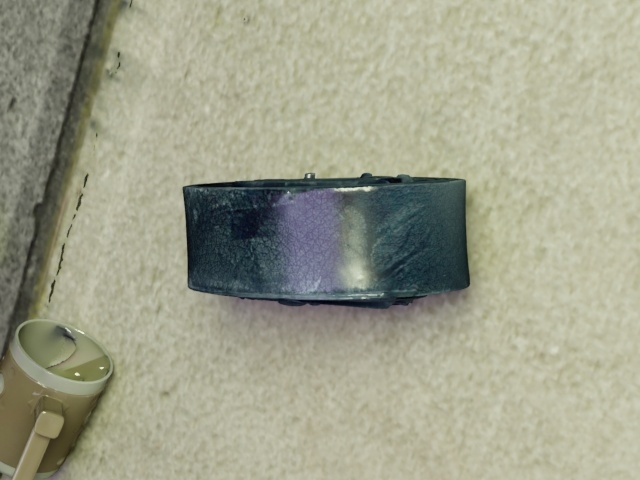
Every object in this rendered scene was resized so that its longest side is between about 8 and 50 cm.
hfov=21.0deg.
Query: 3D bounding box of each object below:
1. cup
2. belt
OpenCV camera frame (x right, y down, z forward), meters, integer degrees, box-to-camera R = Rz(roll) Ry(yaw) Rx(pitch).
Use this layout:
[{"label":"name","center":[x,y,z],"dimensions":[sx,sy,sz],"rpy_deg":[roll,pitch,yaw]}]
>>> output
[{"label":"cup","center":[-0.195,0.125,1.226],"dimensions":[0.102,0.074,0.099],"rpy_deg":[53,125,42]},{"label":"belt","center":[0.000,0.000,1.044],"dimensions":[0.190,0.141,0.082],"rpy_deg":[1,94,35]}]
